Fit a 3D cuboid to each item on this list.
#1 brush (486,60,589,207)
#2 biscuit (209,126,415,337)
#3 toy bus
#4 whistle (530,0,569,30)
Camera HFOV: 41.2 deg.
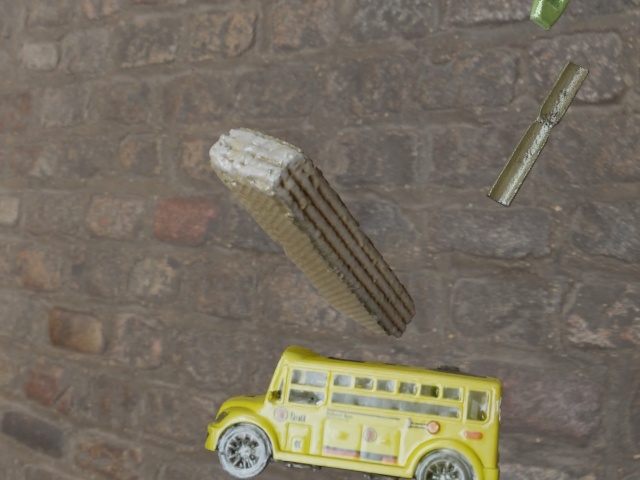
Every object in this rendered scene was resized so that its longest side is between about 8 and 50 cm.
[{"bbox_3d":[0.335,-0.164,1.321,0.043,0.036,0.247,30,89,5],"label":"brush"},{"bbox_3d":[0.000,0.000,1.195,0.144,0.426,0.078,24,72,39],"label":"biscuit"},{"bbox_3d":[0.040,0.205,0.980,0.330,0.144,0.152,5,85,11],"label":"toy bus"},{"bbox_3d":[0.328,-0.375,1.093,0.227,0.105,0.085,-63,25,-8],"label":"whistle"}]
